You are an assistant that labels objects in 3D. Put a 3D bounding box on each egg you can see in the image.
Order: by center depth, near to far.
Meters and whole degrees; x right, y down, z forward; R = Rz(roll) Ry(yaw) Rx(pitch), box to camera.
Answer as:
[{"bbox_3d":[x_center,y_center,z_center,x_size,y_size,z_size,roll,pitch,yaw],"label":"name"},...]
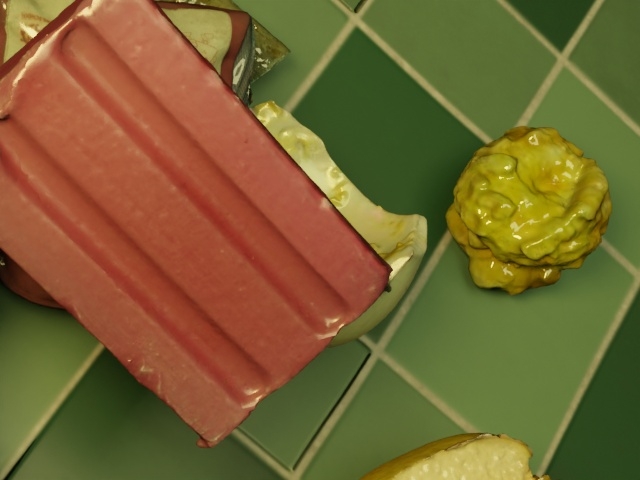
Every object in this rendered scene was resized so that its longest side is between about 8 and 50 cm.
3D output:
[{"bbox_3d":[-0.016,0.011,1.263,0.271,0.162,0.206,38,90,27],"label":"egg"}]

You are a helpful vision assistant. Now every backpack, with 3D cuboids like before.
[{"bbox_3d":[-0.211,-0.084,1.172,0.283,0.197,0.317,4,95,-17],"label":"backpack"}]

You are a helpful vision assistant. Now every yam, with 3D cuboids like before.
[{"bbox_3d":[-0.122,-0.235,1.324,0.179,0.078,0.078,37,63,-16],"label":"yam"}]

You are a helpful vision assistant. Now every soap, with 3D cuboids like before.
[{"bbox_3d":[-0.137,-0.024,1.034,0.233,0.128,0.359,-42,112,-1],"label":"soap"}]

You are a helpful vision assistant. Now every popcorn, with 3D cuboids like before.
[{"bbox_3d":[0.246,-0.037,1.414,0.198,0.155,0.197,4,63,-8],"label":"popcorn"}]

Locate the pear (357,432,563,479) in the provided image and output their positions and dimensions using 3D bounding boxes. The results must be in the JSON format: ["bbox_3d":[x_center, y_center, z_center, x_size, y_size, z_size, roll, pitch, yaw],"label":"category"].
[{"bbox_3d":[0.104,0.389,1.198,0.340,0.191,0.386,42,62,-15],"label":"pear"}]
